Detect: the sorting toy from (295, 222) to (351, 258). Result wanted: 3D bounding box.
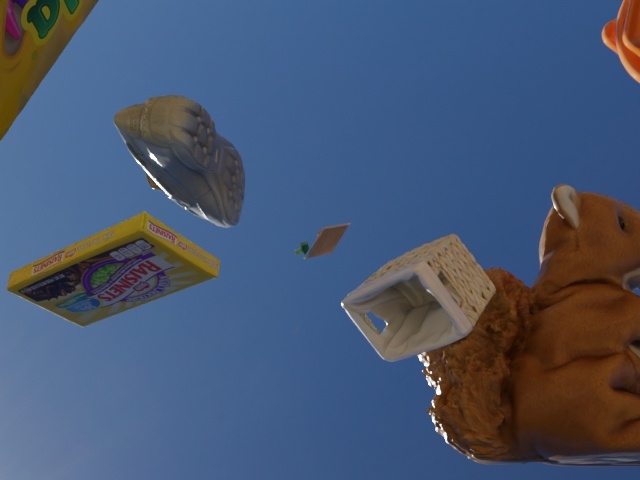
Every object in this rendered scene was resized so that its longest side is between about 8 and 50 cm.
[{"bbox_3d":[0.000,0.000,1.250,0.083,0.062,0.012,-10,-128,-52],"label":"sorting toy"}]

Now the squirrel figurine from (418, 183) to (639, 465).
[{"bbox_3d":[0.316,0.115,1.274,0.396,0.281,0.371,-5,-108,13],"label":"squirrel figurine"}]

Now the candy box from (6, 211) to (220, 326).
[{"bbox_3d":[-0.211,0.035,0.940,0.206,0.105,0.027,-21,-127,33],"label":"candy box"}]

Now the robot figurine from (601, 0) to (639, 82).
[{"bbox_3d":[0.349,-0.178,0.828,0.158,0.219,0.128,-35,-118,32],"label":"robot figurine"}]

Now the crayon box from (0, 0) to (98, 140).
[{"bbox_3d":[-0.216,-0.299,0.604,0.106,0.313,0.363,19,-113,19],"label":"crayon box"}]

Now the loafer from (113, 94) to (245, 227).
[{"bbox_3d":[-0.183,-0.105,1.283,0.111,0.319,0.112,4,-112,14],"label":"loafer"}]

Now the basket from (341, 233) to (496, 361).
[{"bbox_3d":[0.131,0.074,1.227,0.167,0.113,0.103,-29,-168,49],"label":"basket"}]
